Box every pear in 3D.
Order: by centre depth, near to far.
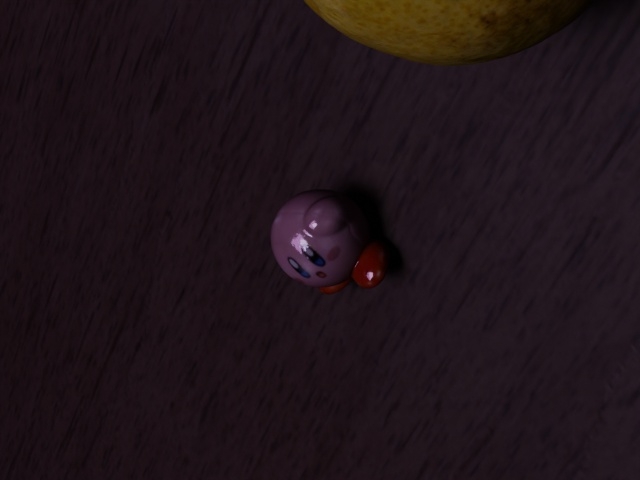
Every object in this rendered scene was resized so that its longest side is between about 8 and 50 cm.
[{"bbox_3d":[0.061,-0.194,0.969,0.209,0.209,0.208,27,125,47],"label":"pear"}]

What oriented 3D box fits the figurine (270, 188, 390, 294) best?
[{"bbox_3d":[0.000,0.000,1.253,0.083,0.071,0.067,-31,36,47],"label":"figurine"}]
